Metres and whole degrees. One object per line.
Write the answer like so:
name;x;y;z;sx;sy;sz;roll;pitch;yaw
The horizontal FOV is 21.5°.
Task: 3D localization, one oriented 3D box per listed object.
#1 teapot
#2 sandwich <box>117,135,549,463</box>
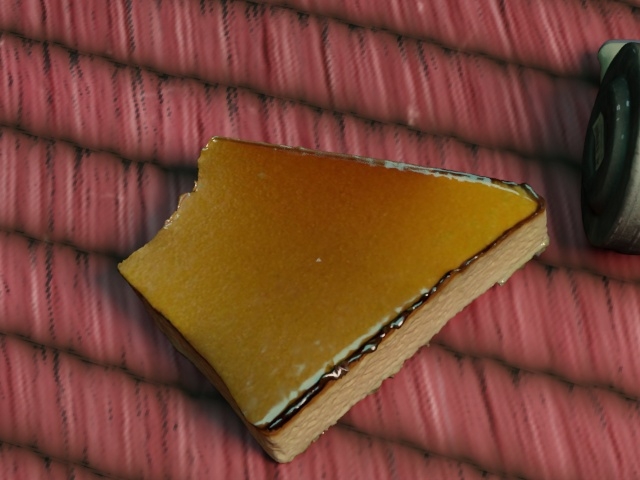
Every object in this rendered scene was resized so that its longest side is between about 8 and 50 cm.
teapot;0.195;-0.046;0.900;0.108;0.149;0.111;10;99;-5
sandwich;0.000;0.000;0.902;0.193;0.058;0.162;-38;62;-13
